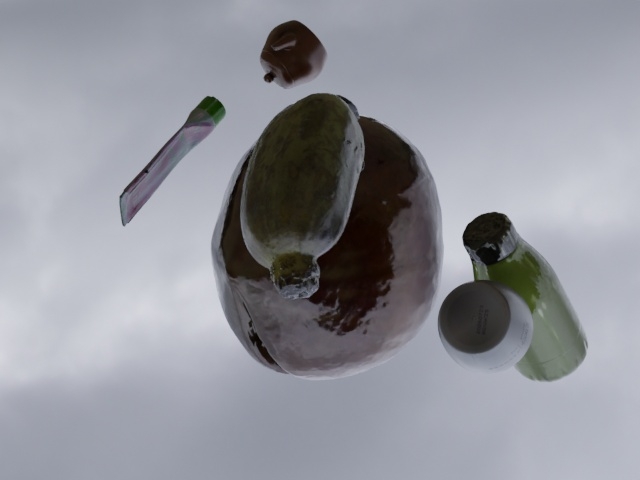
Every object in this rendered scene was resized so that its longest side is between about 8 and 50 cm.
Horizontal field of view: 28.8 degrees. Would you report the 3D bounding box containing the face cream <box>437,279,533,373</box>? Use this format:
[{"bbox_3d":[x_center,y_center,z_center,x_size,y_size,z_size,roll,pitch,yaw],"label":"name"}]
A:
[{"bbox_3d":[0.204,0.106,1.552,0.117,0.117,0.104,-6,163,20],"label":"face cream"}]

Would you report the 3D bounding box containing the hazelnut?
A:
[{"bbox_3d":[0.000,0.000,2.028,0.402,0.429,0.402,1,-156,-1],"label":"hazelnut"}]

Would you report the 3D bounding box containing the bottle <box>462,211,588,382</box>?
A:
[{"bbox_3d":[0.269,0.074,1.676,0.112,0.260,0.112,-22,-145,16],"label":"bottle"}]

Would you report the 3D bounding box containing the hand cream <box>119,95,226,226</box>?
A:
[{"bbox_3d":[-0.252,-0.137,2.085,0.050,0.079,0.275,11,-131,36],"label":"hand cream"}]

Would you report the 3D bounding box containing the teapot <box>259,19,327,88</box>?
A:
[{"bbox_3d":[-0.055,-0.304,2.115,0.116,0.173,0.116,-1,-109,4],"label":"teapot"}]

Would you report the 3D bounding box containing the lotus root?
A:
[{"bbox_3d":[-0.023,-0.067,1.662,0.173,0.173,0.309,-3,-128,21],"label":"lotus root"}]
